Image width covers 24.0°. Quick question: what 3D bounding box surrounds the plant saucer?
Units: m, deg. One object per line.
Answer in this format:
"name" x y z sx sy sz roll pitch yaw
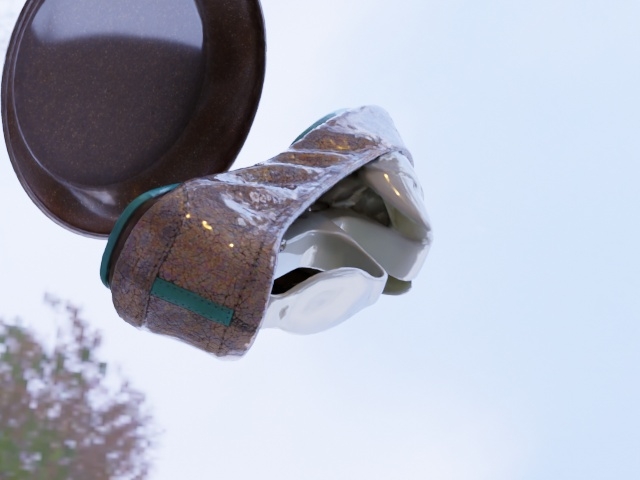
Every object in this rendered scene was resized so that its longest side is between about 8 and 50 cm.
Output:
"plant saucer" -0.116 -0.099 0.900 0.036 0.198 0.199 22 -86 40

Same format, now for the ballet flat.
"ballet flat" 0.000 0.000 0.852 0.106 0.316 0.108 26 -63 19
